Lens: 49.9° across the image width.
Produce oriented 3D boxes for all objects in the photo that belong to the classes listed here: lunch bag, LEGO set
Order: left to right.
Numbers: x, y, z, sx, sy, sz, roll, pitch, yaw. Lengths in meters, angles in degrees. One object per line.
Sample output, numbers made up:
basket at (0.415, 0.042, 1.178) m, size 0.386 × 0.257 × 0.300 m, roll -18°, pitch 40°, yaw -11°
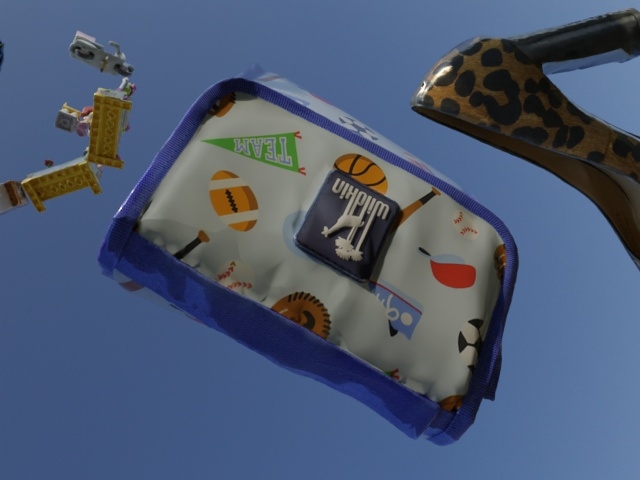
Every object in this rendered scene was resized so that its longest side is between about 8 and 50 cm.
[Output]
LEGO set at (-0.324, -0.135, 0.918) m, size 0.132 × 0.107 × 0.287 m, roll 32°, pitch -67°, yaw -21°
lunch bag at (0.000, 0.000, 0.677) m, size 0.328 × 0.385 × 0.239 m, roll 29°, pitch -68°, yaw -5°

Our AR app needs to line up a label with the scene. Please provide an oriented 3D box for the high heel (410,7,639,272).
high heel at (0.178, -0.027, 0.490) m, size 0.186 × 0.093 × 0.261 m, roll -16°, pitch -96°, yaw -12°

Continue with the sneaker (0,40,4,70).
sneaker at (-0.453, -0.220, 0.901) m, size 0.069 × 0.082 × 0.209 m, roll -26°, pitch -57°, yaw -57°
